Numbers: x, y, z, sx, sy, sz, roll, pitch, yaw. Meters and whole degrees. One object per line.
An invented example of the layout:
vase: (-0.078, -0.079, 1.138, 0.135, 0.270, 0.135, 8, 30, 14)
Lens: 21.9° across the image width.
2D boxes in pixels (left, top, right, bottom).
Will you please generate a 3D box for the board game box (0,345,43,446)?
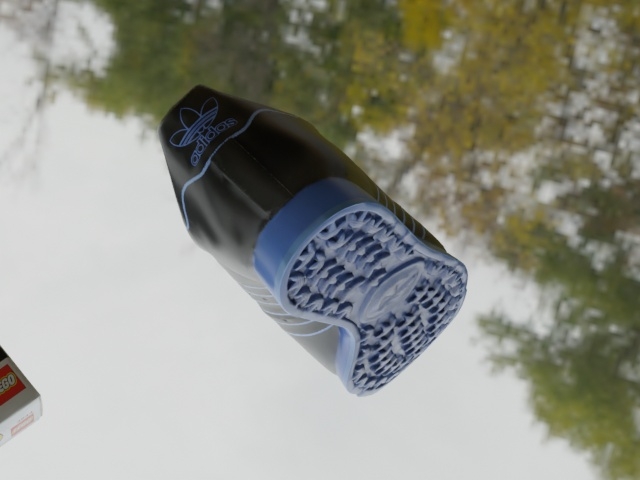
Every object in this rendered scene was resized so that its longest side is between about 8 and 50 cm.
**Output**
board game box: (-0.349, 0.117, 1.005, 0.305, 0.053, 0.193, -36, -104, -22)

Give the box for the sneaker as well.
sneaker: (0.000, 0.000, 0.721, 0.090, 0.081, 0.232, 46, 177, 22)
